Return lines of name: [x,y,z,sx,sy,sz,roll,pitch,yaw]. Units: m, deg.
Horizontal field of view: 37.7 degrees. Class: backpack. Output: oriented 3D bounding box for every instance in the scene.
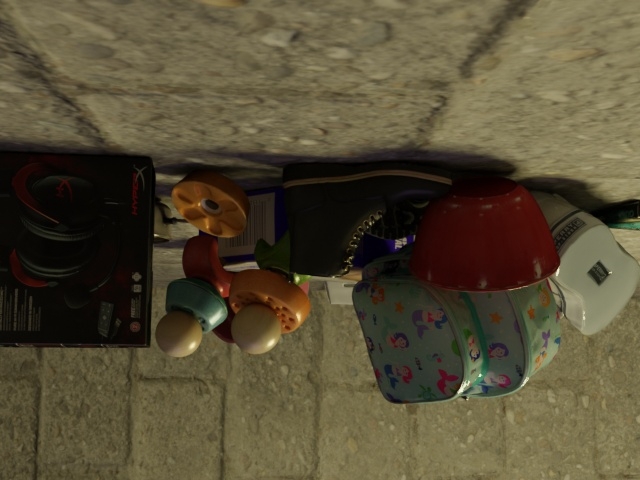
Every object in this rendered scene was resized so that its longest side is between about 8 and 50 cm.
backpack: [0.180,0.106,1.252,0.253,0.225,0.191,-10,-170,41]

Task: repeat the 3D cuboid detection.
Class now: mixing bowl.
mixing bowl: [0.192,-0.018,1.117,0.181,0.098,0.181,-5,-161,2]

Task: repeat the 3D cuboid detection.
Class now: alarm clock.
alarm clock: [-0.264,-0.029,1.361,0.192,0.064,0.129,1,174,20]

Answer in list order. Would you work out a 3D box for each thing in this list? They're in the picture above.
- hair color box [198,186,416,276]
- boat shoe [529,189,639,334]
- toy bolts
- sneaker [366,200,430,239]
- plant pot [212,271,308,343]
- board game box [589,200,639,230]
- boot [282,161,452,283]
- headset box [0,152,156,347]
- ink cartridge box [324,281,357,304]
hair color box: [0.000,0.000,1.398,0.185,0.110,0.339,-6,172,38]
boat shoe: [0.346,0.022,1.354,0.156,0.136,0.367,46,-173,33]
toy bolts: [-0.140,0.051,1.169,0.218,0.158,0.228,39,144,-20]
sneaker: [0.111,-0.029,1.319,0.162,0.063,0.073,4,176,-23]
plant pot: [-0.132,0.096,1.949,0.180,0.201,0.201,-13,-176,-38]
board game box: [0.510,-0.032,1.382,0.186,0.026,0.126,3,174,-16]
boot: [0.055,-0.018,1.091,0.198,0.137,0.077,-1,173,13]
headset box: [-0.341,0.014,1.078,0.293,0.218,0.110,2,172,-7]
ink cartridge box: [0.084,0.066,1.844,0.109,0.063,0.150,0,-154,22]
